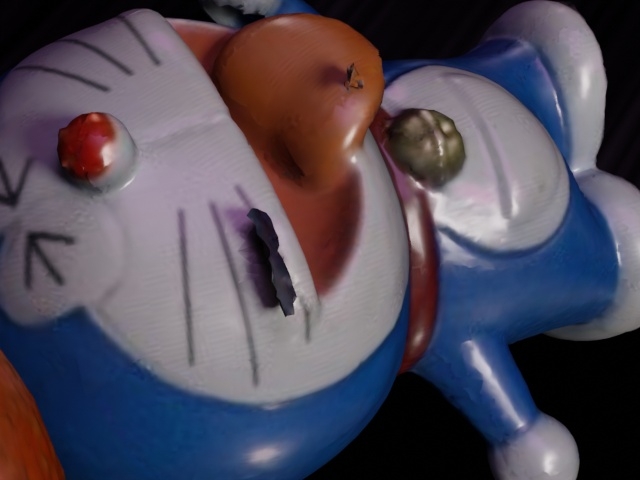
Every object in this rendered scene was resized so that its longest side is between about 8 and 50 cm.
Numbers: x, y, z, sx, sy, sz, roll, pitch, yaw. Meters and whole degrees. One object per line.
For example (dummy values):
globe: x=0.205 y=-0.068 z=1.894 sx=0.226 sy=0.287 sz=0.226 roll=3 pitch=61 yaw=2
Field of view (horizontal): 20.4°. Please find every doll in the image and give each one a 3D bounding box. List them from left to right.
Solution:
doll: x=0.000 y=0.000 z=0.587 sx=0.256 sy=0.161 sz=0.215 roll=-17 pitch=73 yaw=-29

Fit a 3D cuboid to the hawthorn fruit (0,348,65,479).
hawthorn fruit: x=-0.166 y=0.031 z=0.453 sx=0.165 sy=0.165 sz=0.285 roll=-28 pitch=107 yaw=-32
